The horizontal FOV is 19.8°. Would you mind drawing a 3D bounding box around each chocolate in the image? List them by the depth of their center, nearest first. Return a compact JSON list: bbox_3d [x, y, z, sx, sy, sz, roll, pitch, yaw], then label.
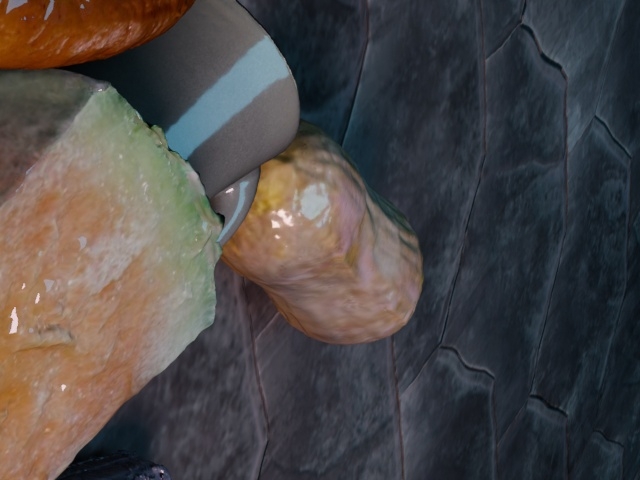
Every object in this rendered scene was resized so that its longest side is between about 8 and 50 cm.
[{"bbox_3d":[0.000,0.000,1.435,0.309,0.134,0.134,49,56,-63],"label":"chocolate"}]

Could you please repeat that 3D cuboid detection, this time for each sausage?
[{"bbox_3d":[-0.130,-0.135,0.936,0.076,0.103,0.302,-68,168,19],"label":"sausage"}]

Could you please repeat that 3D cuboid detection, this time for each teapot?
[{"bbox_3d":[-0.125,-0.076,1.132,0.149,0.162,0.239,-49,120,-28],"label":"teapot"}]

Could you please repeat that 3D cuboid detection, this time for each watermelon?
[{"bbox_3d":[-0.213,0.038,1.001,0.302,0.151,0.264,-49,150,-18],"label":"watermelon"}]

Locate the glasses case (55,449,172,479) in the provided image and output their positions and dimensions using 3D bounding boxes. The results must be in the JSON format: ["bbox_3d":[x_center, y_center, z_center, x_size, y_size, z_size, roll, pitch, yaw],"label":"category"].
[{"bbox_3d":[-0.178,0.210,1.219,0.282,0.067,0.109,-7,104,-63],"label":"glasses case"}]
